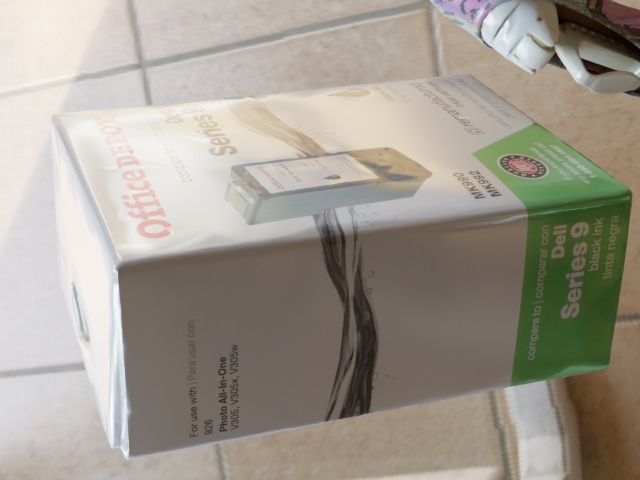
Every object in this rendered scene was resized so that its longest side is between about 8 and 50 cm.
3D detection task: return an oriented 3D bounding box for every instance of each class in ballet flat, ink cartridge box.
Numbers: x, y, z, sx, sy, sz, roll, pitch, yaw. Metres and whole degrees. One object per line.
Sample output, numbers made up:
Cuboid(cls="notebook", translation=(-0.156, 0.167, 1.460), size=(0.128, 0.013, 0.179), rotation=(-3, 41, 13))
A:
Cuboid(cls="ballet flat", translation=(0.189, -0.158, 0.902), size=(0.077, 0.221, 0.079), rotation=(130, 146, -49))
Cuboid(cls="ink cartridge box", translation=(0.000, 0.000, 0.687), size=(0.289, 0.211, 0.121), rotation=(-8, 119, -19))
